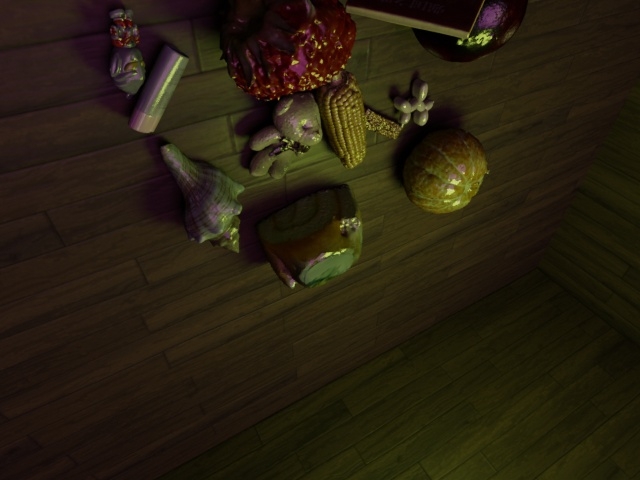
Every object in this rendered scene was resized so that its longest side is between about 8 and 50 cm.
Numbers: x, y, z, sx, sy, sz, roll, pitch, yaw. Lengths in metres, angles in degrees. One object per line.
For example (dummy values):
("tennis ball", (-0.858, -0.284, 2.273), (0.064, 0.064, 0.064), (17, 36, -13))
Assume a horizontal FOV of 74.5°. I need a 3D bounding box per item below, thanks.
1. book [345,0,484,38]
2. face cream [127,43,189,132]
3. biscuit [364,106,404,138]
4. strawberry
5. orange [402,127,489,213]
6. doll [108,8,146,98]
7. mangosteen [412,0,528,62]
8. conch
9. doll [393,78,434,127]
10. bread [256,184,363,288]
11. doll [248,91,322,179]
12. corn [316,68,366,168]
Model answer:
("book", (0.244, -0.586, 0.930), (0.028, 0.262, 0.374), (89, 25, -59))
("face cream", (-0.367, -0.339, 0.951), (0.198, 0.057, 0.084), (-54, -176, 16))
("biscuit", (0.195, -0.386, 1.391), (0.199, 0.034, 0.064), (8, 121, -42))
("strawberry", (-0.058, -0.446, 0.960), (0.343, 0.292, 0.292), (-3, 130, -57))
("orange", (0.464, -0.255, 1.568), (0.329, 0.249, 0.329), (-29, 142, -26))
("doll", (-0.406, -0.384, 0.879), (0.094, 0.079, 0.180), (-52, 156, -54))
("mangosteen", (0.386, -0.616, 1.127), (0.297, 0.297, 0.293), (-27, 159, -16))
("conch", (-0.299, -0.102, 1.169), (0.203, 0.169, 0.386), (-50, 151, -30))
("doll", (0.319, -0.448, 1.407), (0.161, 0.059, 0.160), (-43, 144, -10))
("bread", (0.009, -0.001, 1.438), (0.395, 0.264, 0.239), (-27, 136, -14))
("doll", (-0.093, -0.276, 1.195), (0.278, 0.149, 0.175), (-54, 174, 36))
("corn", (0.070, -0.352, 1.249), (0.130, 0.130, 0.347), (-32, 144, -9))
